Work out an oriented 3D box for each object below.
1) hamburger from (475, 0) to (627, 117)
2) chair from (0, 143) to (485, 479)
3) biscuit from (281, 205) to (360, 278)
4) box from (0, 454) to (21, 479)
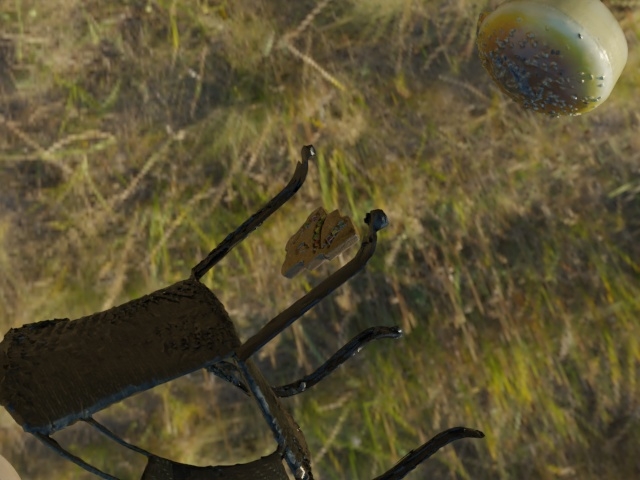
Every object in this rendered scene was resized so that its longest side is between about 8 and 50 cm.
[{"bbox_3d":[0.196,-0.164,1.033,0.081,0.141,0.126,-46,127,-17],"label":"hamburger"},{"bbox_3d":[-0.049,0.066,0.618,0.213,0.174,0.149,-25,119,-8],"label":"chair"},{"bbox_3d":[0.000,0.000,1.076,0.016,0.082,0.092,45,151,-27],"label":"biscuit"},{"bbox_3d":[-0.294,0.186,0.816,0.200,0.146,0.088,17,107,-38],"label":"box"}]
